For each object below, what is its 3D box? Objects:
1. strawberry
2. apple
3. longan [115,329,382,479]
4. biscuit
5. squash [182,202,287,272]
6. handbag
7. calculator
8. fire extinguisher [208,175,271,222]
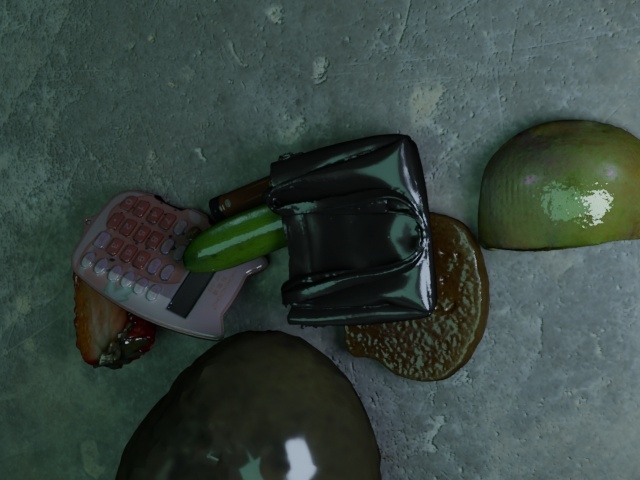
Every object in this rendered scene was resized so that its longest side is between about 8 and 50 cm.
[{"bbox_3d":[-0.366,0.118,1.614,0.190,0.111,0.237,-39,59,33],"label":"strawberry"},{"bbox_3d":[0.347,-0.075,1.275,0.264,0.120,0.193,-4,101,21],"label":"apple"},{"bbox_3d":[-0.102,0.375,1.398,0.404,0.404,0.436,37,83,14],"label":"longan"},{"bbox_3d":[0.145,0.086,1.419,0.257,0.049,0.273,11,97,23],"label":"biscuit"},{"bbox_3d":[-0.092,-0.018,1.464,0.292,0.082,0.082,-21,89,5],"label":"squash"},{"bbox_3d":[0.045,-0.009,1.356,0.256,0.113,0.286,-8,91,16],"label":"handbag"},{"bbox_3d":[-0.270,0.036,1.523,0.329,0.048,0.220,27,68,10],"label":"calculator"},{"bbox_3d":[-0.107,-0.082,1.499,0.177,0.050,0.062,-21,97,23],"label":"fire extinguisher"}]
